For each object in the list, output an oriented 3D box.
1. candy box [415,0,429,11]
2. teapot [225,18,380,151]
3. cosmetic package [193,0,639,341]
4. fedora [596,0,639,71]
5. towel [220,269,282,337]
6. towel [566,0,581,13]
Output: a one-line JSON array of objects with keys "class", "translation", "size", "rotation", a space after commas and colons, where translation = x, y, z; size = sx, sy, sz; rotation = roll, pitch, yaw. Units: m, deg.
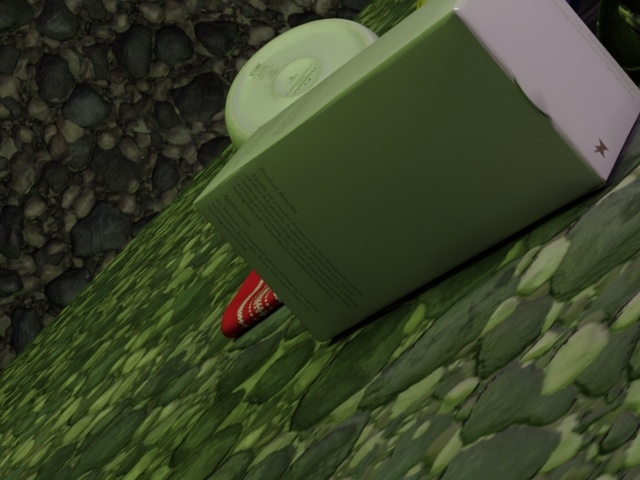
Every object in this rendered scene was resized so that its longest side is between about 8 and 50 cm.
[{"class": "candy box", "translation": [0.187, -0.261, 1.665], "size": [0.233, 0.071, 0.159], "rotation": [-152, 72, -67]}, {"class": "teapot", "translation": [0.009, -0.147, 1.921], "size": [0.256, 0.187, 0.253], "rotation": [-23, 43, 13]}, {"class": "cosmetic package", "translation": [0.082, -0.078, 1.324], "size": [0.365, 0.197, 0.155], "rotation": [-31, 15, 40]}, {"class": "fedora", "translation": [0.326, -0.311, 1.329], "size": [0.334, 0.152, 0.334], "rotation": [-43, 20, 20]}, {"class": "towel", "translation": [0.000, 0.000, 1.757], "size": [0.275, 0.031, 0.199], "rotation": [-37, 13, 28]}, {"class": "towel", "translation": [0.235, -0.376, 1.718], "size": [0.336, 0.040, 0.243], "rotation": [-117, 40, -51]}]
